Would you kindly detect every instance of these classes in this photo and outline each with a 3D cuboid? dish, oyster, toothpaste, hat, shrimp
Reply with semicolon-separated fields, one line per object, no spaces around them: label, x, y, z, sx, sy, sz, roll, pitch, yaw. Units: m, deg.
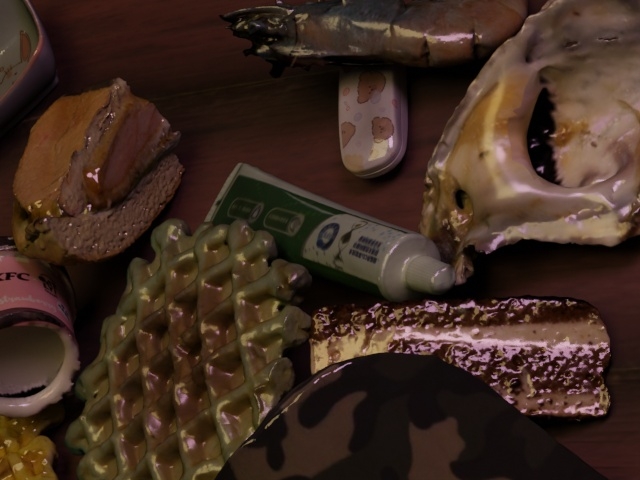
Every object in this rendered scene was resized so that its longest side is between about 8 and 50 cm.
dish;-0.384;-0.176;2.000;0.212;0.077;0.151;-41;46;13
oyster;0.206;-0.082;1.460;0.271;0.100;0.275;7;88;39
toothpaste;0.000;0.000;1.590;0.392;0.061;0.099;19;79;56
hat;0.103;0.279;1.222;0.366;0.381;0.257;-50;21;9
shrimp;0.057;-0.232;1.652;0.289;0.075;0.178;-1;43;27

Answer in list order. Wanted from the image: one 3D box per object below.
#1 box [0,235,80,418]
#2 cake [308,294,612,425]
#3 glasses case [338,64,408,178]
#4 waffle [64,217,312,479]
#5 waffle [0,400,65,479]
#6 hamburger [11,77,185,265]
box;-0.308;0.092;1.719;0.151;0.151;0.135;-45;32;9
cake;0.117;0.113;1.468;0.246;0.135;0.112;-3;72;4
glasses case;0.050;-0.132;1.654;0.063;0.041;0.164;-17;55;27
waffle;-0.126;0.126;1.611;0.292;0.056;0.309;13;83;52
waffle;-0.391;0.268;1.731;0.307;0.060;0.312;-10;44;26
hamburger;-0.239;-0.041;1.747;0.155;0.135;0.208;-20;38;35
